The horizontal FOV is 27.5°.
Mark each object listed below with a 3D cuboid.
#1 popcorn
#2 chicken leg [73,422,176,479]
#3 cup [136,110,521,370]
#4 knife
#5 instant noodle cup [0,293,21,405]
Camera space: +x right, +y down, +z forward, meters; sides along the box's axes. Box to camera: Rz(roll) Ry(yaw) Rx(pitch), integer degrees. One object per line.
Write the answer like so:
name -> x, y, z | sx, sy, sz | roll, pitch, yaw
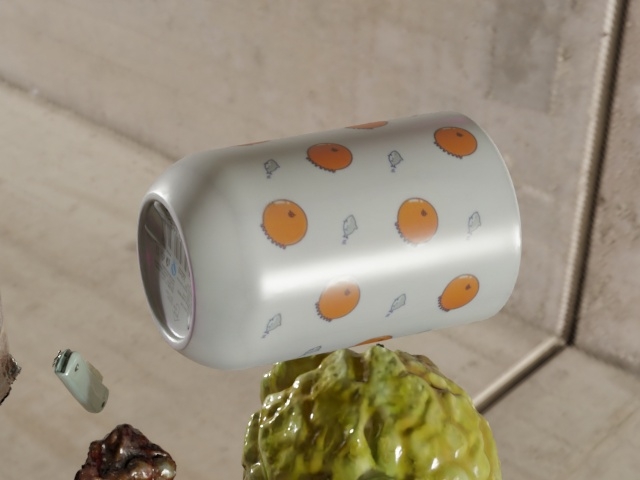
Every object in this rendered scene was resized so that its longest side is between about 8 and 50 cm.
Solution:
popcorn -> 0.056, 0.246, 1.376 | 0.282, 0.247, 0.282 | 8, -48, 9
chicken leg -> -0.140, 0.317, 1.105 | 0.083, 0.177, 0.322 | 142, -53, -63
cup -> 0.000, 0.000, 1.233 | 0.212, 0.317, 0.212 | 32, -53, 57
knife -> -0.264, 0.155, 1.457 | 0.023, 0.044, 0.162 | 19, -20, 12
instant noodle cup -> -0.383, 0.059, 1.189 | 0.217, 0.217, 0.207 | 22, -48, 36
